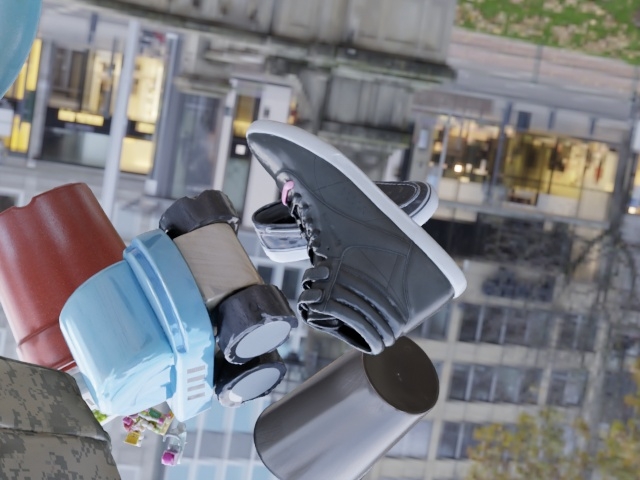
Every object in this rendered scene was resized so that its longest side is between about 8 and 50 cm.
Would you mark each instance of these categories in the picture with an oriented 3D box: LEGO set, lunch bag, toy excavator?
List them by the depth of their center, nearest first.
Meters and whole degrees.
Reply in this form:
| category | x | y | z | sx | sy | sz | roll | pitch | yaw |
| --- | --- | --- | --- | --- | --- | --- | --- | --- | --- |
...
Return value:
| category | x | y | z | sx | sy | sz | roll | pitch | yaw |
| --- | --- | --- | --- | --- | --- | --- | --- | --- | --- |
| lunch bag | -0.327 | 0.261 | 1.031 | 0.256 | 0.212 | 0.305 | 51 | -170 | 29 |
| toy excavator | -0.290 | 0.177 | 1.505 | 0.445 | 0.222 | 0.433 | -20 | 152 | -19 |
| LEGO set | -0.387 | 0.332 | 1.997 | 0.287 | 0.132 | 0.107 | 3 | 166 | 14 |

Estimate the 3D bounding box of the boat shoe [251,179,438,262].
| category | x | y | z | sx | sy | sz | roll | pitch | yaw |
| --- | --- | --- | --- | --- | --- | --- | --- | --- | --- |
| boat shoe | 0.036 | -0.052 | 1.764 | 0.301 | 0.108 | 0.102 | -12 | 135 | 14 |

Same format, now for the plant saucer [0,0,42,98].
| category | x | y | z | sx | sy | sz | roll | pitch | yaw |
| --- | --- | --- | --- | --- | --- | --- | --- | --- | --- |
| plant saucer | -0.376 | -0.235 | 0.921 | 0.044 | 0.317 | 0.318 | 10 | -175 | 38 |

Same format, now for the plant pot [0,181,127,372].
| category | x | y | z | sx | sy | sz | roll | pitch | yaw |
| --- | --- | --- | --- | --- | --- | --- | --- | --- | --- |
| plant pot | -0.415 | 0.063 | 1.796 | 0.272 | 0.265 | 0.272 | -27 | 178 | -1 |

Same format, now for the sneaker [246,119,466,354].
| category | x | y | z | sx | sy | sz | roll | pitch | yaw |
| --- | --- | --- | --- | --- | --- | --- | --- | --- | --- |
| sneaker | 0.000 | 0.000 | 1.166 | 0.296 | 0.147 | 0.104 | 42 | 163 | 10 |

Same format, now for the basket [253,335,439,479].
| category | x | y | z | sx | sy | sz | roll | pitch | yaw |
| --- | --- | --- | --- | --- | --- | --- | --- | --- | --- |
| basket | 0.047 | 0.235 | 1.519 | 0.204 | 0.154 | 0.227 | 5 | 144 | -35 |
